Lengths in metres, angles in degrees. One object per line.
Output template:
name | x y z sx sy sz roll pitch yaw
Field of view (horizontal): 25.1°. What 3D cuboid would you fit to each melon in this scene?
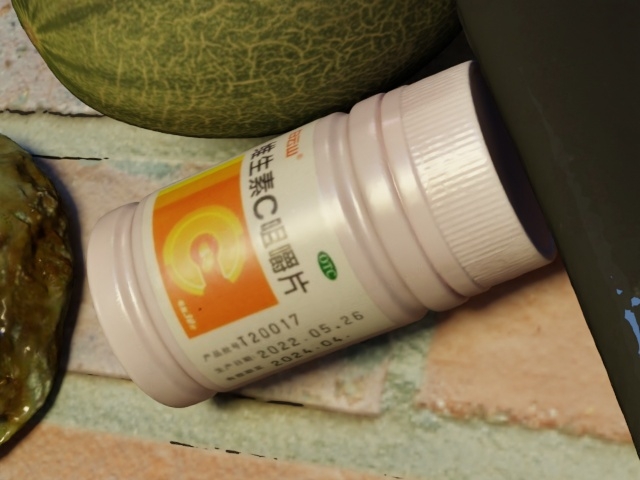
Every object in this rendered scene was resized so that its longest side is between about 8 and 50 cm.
melon | -0.037 -0.182 0.861 0.302 0.237 0.237 -24 57 -11

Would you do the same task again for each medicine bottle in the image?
medicine bottle | 0.000 0.000 0.841 0.250 0.133 0.133 -21 61 18

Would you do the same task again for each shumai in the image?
shumai | -0.294 0.011 0.953 0.222 0.203 0.272 -43 52 4

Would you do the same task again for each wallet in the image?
wallet | 0.232 0.000 0.720 0.228 0.062 0.406 -14 62 -5
